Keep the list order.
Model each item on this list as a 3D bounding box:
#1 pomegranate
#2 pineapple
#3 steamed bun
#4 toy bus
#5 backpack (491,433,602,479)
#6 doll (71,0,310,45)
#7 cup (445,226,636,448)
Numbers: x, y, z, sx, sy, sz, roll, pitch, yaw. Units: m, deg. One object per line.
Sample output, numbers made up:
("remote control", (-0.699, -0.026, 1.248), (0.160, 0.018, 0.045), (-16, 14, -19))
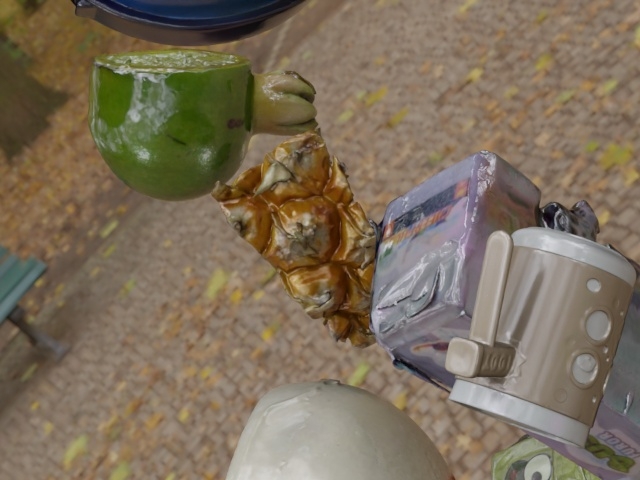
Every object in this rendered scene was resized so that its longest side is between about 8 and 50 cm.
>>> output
("pomegranate", (-0.138, -0.130, 1.309), (0.241, 0.159, 0.190), (-17, 23, -40))
("pineapple", (0.000, 0.000, 1.092), (0.114, 0.236, 0.186), (-29, 33, 5))
("steamed bun", (0.022, 0.250, 0.892), (0.177, 0.283, 0.283), (9, 42, 10))
("toy bus", (0.180, 0.077, 0.792), (0.112, 0.317, 0.138), (-33, 33, 45))
("backpack", (0.321, 0.302, 1.385), (0.253, 0.140, 0.207), (-32, 41, 32))
("doll", (-0.103, -0.296, 0.878), (0.240, 0.284, 0.310), (153, 112, -73))
("cup", (0.104, 0.043, 0.608), (0.074, 0.102, 0.099), (2, 70, 67))
